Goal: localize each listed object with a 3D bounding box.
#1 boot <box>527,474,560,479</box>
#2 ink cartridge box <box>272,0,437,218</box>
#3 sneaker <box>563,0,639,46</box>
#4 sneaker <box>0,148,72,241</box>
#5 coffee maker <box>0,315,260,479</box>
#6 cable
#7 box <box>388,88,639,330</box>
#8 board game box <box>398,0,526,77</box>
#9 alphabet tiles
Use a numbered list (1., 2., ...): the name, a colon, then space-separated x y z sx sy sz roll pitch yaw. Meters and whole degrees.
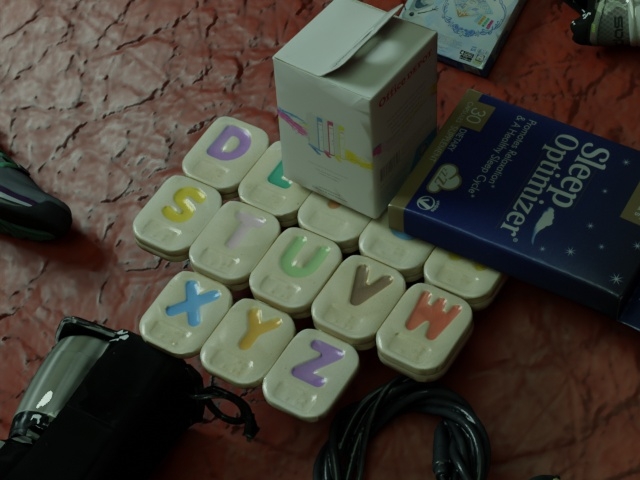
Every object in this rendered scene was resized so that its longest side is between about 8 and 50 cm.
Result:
1. boot: 0.217 0.218 1.025 0.236 0.085 0.178 -38 62 2
2. ink cartridge box: 0.028 -0.108 1.136 0.090 0.143 0.092 25 53 25
3. sneaker: 0.217 -0.227 1.204 0.074 0.063 0.170 -11 72 7
4. sneaker: -0.298 -0.072 1.300 0.223 0.083 0.098 18 71 23
5. coffee maker: -0.167 0.160 1.114 0.171 0.120 0.178 2 43 29
6. cable: 0.055 0.174 1.084 0.150 0.047 0.184 -11 51 46
7. box: 0.181 -0.024 1.125 0.225 0.036 0.136 23 57 19
8. board game box: 0.116 -0.189 1.246 0.090 0.020 0.090 24 79 24
9. alphabet tiles: 0.000 0.000 1.162 0.284 0.021 0.278 24 60 24
